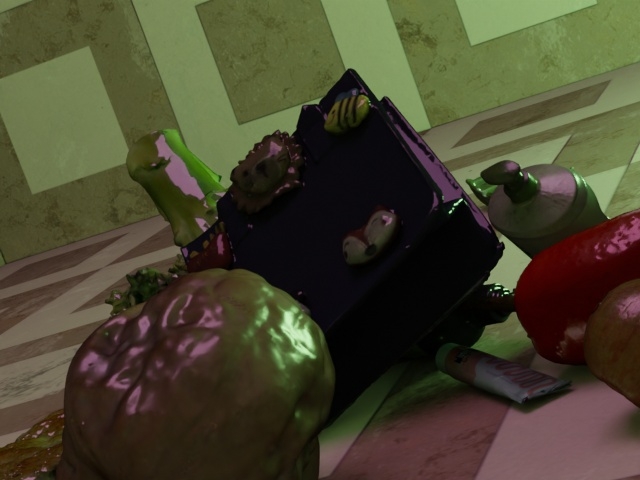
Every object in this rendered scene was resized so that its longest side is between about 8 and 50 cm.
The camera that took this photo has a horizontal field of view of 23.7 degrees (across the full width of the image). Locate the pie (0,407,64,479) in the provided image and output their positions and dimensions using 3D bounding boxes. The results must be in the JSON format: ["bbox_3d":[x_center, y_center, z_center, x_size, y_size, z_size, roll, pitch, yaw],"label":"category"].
[{"bbox_3d":[-0.262,0.238,1.711,0.371,0.078,0.296,-24,10,-34],"label":"pie"}]

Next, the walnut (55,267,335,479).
[{"bbox_3d":[-0.108,0.157,1.356,0.227,0.273,0.273,16,19,13],"label":"walnut"}]

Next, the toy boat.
[{"bbox_3d":[0.320,-0.082,2.421,0.093,0.055,0.293,-22,8,-17],"label":"toy boat"}]

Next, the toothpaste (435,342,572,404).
[{"bbox_3d":[0.174,0.134,1.516,0.056,0.036,0.205,-21,13,-19],"label":"toothpaste"}]

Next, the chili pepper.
[{"bbox_3d":[0.259,0.055,1.464,0.338,0.131,0.134,-17,-31,28],"label":"chili pepper"}]

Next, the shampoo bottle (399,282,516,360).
[{"bbox_3d":[0.112,0.083,1.731,0.284,0.101,0.101,-11,13,44],"label":"shampoo bottle"}]

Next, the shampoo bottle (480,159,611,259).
[{"bbox_3d":[0.252,-0.012,1.573,0.118,0.234,0.087,0,61,46],"label":"shampoo bottle"}]

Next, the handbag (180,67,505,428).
[{"bbox_3d":[0.000,0.000,1.652,0.303,0.122,0.329,-44,42,12],"label":"handbag"}]

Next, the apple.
[{"bbox_3d":[0.284,0.092,1.271,0.102,0.126,0.126,-60,11,1],"label":"apple"}]

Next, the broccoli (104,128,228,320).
[{"bbox_3d":[-0.080,-0.016,2.007,0.353,0.275,0.397,16,25,-15],"label":"broccoli"}]
